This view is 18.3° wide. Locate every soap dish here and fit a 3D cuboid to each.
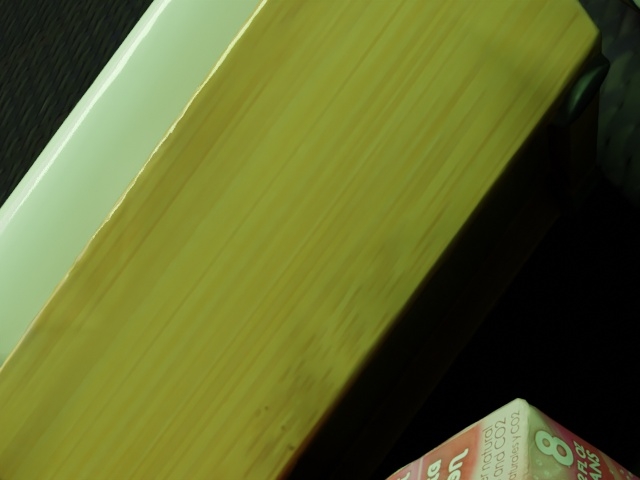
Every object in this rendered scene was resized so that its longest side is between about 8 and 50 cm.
[{"bbox_3d":[0.000,0.000,0.683,0.229,0.118,0.291,-54,-10,-2],"label":"soap dish"}]

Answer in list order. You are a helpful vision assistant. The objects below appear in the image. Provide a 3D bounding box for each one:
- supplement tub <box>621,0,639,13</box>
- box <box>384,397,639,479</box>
[{"bbox_3d":[0.139,-0.156,0.731,0.144,0.144,0.199,-51,24,8],"label":"supplement tub"},{"bbox_3d":[0.045,0.185,0.473,0.122,0.128,0.257,-36,30,36],"label":"box"}]
